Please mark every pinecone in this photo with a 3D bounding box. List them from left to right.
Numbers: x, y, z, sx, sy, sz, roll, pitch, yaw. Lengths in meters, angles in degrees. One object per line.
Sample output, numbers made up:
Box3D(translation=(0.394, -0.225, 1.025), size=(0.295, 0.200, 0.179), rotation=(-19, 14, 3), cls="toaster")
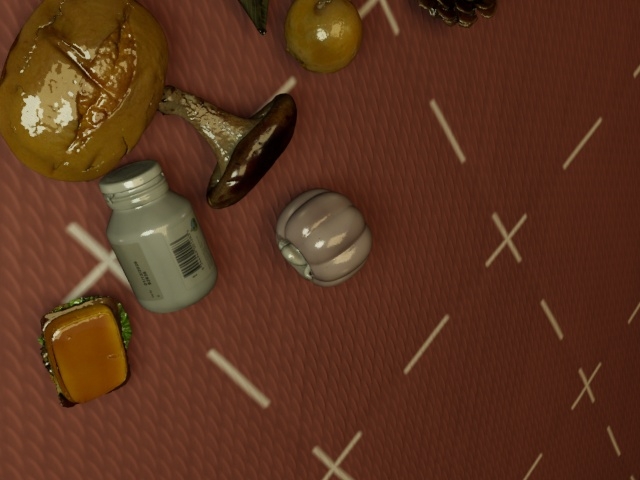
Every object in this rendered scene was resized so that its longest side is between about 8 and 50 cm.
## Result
Box3D(translation=(0.279, -0.512, 1.177), size=(0.208, 0.208, 0.207), rotation=(-10, 108, -34), cls="pinecone")

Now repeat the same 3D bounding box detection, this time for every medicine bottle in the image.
Box3D(translation=(-0.252, -0.009, 0.955), size=(0.135, 0.135, 0.215), rotation=(-31, 118, -26), cls="medicine bottle")

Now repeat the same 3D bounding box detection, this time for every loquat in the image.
Box3D(translation=(0.004, -0.354, 1.052), size=(0.141, 0.141, 0.141), rotation=(-10, 108, -34), cls="loquat")

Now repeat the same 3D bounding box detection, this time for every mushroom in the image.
Box3D(translation=(-0.163, -0.191, 0.994), size=(0.217, 0.148, 0.227), rotation=(40, 72, -20), cls="mushroom")

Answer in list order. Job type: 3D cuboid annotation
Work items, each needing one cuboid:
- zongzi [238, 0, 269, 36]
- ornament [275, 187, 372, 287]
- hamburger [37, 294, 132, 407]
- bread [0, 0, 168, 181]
Box3D(translation=(-0.169, -0.437, 0.925), size=(0.221, 0.112, 0.242), rotation=(-7, 115, -32), cls="zongzi")
Box3D(translation=(0.000, 0.000, 1.121), size=(0.177, 0.177, 0.177), rotation=(-10, 108, -34), cls="ornament")
Box3D(translation=(-0.357, 0.164, 0.955), size=(0.137, 0.087, 0.166), rotation=(-16, 113, -33), cls="hamburger")
Box3D(translation=(-0.324, -0.215, 0.845), size=(0.195, 0.143, 0.269), rotation=(30, 86, -37), cls="bread")
